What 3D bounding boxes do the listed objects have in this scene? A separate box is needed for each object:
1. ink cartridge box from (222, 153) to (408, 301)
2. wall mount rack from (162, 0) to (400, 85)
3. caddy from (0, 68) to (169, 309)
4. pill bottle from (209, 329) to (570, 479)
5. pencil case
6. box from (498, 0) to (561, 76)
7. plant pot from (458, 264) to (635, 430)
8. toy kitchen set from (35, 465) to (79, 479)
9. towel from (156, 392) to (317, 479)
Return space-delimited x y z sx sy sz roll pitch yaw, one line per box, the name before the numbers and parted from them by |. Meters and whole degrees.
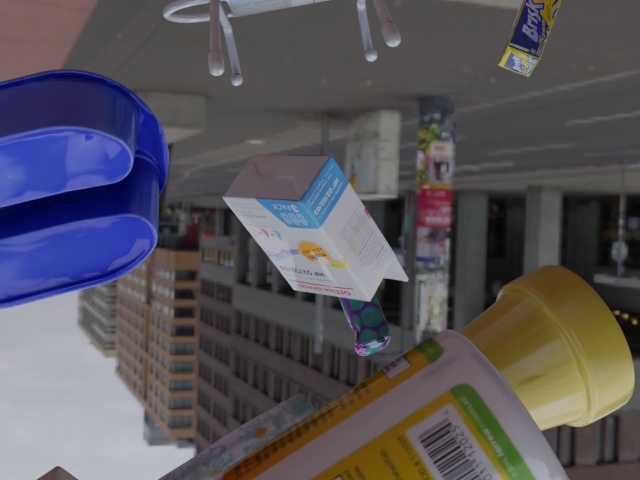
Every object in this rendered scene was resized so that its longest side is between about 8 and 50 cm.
ink cartridge box | 0.000 0.000 0.833 0.104 0.061 0.181 6 143 42
wall mount rack | -0.028 -0.275 1.090 0.350 0.130 0.304 -10 -175 0
caddy | -0.350 -0.068 1.024 0.341 0.241 0.179 -14 -144 -7
pill bottle | 0.013 0.171 0.495 0.245 0.136 0.136 -32 -177 -3
pencil case | 0.066 0.116 1.453 0.070 0.152 0.064 -7 155 -36
box | 0.330 -0.341 1.314 0.054 0.169 0.059 22 160 3
plant pot | 0.313 0.197 1.334 0.239 0.254 0.254 -23 -172 -14
toy kitchen set | -0.246 0.354 0.819 0.166 0.207 0.122 -35 -152 15
towel | -0.118 0.417 1.280 0.320 0.374 0.090 -32 -129 -17
